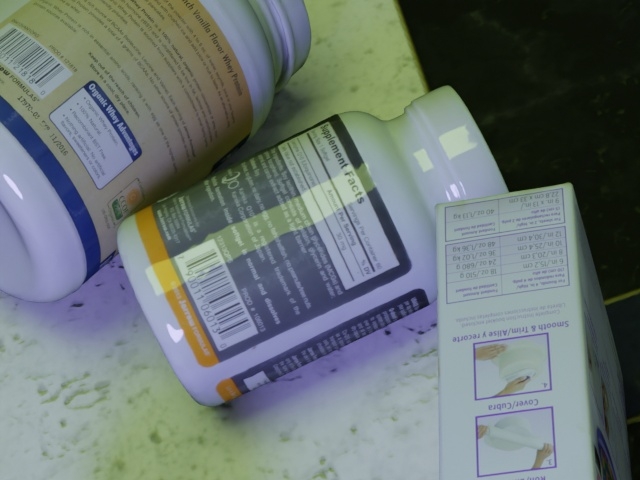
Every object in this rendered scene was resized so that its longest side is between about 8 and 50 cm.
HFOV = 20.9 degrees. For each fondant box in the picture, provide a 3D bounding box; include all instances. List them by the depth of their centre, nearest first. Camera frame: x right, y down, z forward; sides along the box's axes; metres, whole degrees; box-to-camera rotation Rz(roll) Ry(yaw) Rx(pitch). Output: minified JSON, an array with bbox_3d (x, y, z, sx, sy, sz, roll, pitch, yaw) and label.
[{"bbox_3d":[0.141,0.166,1.087,0.096,0.238,0.330,-9,52,13],"label":"fondant box"}]

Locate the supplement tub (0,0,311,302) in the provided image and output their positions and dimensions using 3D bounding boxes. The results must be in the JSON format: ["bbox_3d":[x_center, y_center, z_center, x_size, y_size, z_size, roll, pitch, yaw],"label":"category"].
[{"bbox_3d":[-0.181,-0.125,1.419,0.228,0.228,0.316,28,58,34],"label":"supplement tub"}]

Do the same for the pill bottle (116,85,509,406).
[{"bbox_3d":[0.000,0.000,1.317,0.278,0.162,0.162,-26,50,-1],"label":"pill bottle"}]
